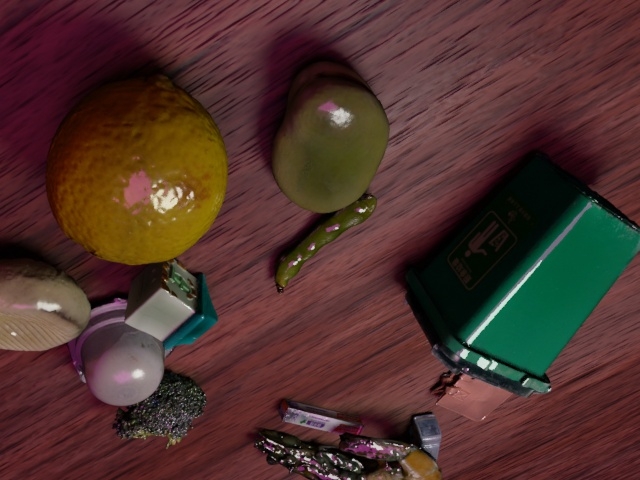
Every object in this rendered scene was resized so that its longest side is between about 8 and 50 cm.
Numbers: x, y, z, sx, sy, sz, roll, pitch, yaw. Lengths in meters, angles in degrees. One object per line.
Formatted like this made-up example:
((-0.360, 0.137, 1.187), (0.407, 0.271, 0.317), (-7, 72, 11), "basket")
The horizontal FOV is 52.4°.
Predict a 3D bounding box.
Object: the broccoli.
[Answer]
((-0.318, 0.339, 1.289), (0.155, 0.167, 0.160), (30, 149, 5), "broccoli")

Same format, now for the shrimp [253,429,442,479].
((0.068, 0.496, 1.458), (0.445, 0.085, 0.272), (20, 136, -12), "shrimp")

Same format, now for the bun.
((-0.495, 0.095, 1.075), (0.223, 0.127, 0.222), (-7, 150, -4), "bun")

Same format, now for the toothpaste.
((0.001, 0.393, 1.440), (0.196, 0.047, 0.040), (20, 104, -24), "toothpaste")

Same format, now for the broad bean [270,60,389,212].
((0.015, -0.155, 1.025), (0.189, 0.121, 0.263), (-6, 141, -15), "broad bean")

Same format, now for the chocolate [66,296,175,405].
((-0.361, 0.223, 1.173), (0.221, 0.147, 0.221), (-5, 129, -6), "chocolate")

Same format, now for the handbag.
((0.366, 0.308, 1.450), (0.157, 0.059, 0.212), (27, 116, -28), "handbag")

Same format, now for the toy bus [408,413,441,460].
((0.243, 0.500, 1.548), (0.064, 0.075, 0.190), (-4, 126, -9), "toy bus")

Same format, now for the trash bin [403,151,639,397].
((0.376, 0.070, 1.168), (0.295, 0.259, 0.381), (26, 113, -27), "trash bin")

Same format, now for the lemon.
((-0.255, -0.092, 0.914), (0.268, 0.267, 0.267), (-6, 126, -9), "lemon")

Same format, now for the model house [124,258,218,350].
((-0.249, 0.114, 1.132), (0.100, 0.127, 0.149), (-39, 121, 15), "model house")

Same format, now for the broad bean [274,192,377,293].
((0.000, -0.001, 1.155), (0.256, 0.052, 0.052), (-42, 161, 18), "broad bean")
